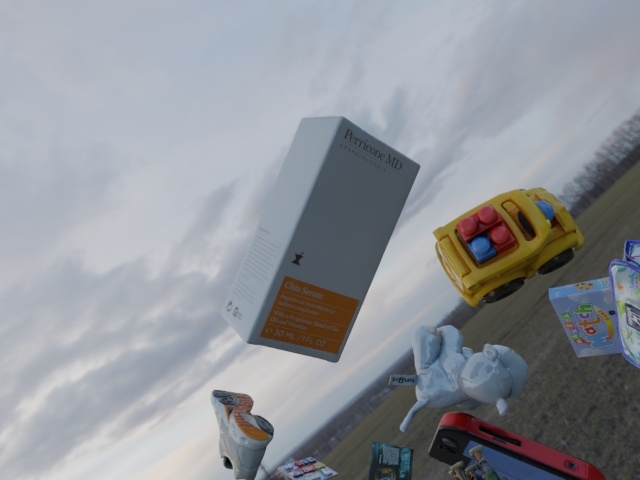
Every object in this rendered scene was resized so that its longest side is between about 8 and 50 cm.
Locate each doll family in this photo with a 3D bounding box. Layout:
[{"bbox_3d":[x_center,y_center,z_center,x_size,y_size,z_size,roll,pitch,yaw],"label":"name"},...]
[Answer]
[{"bbox_3d":[0.243,0.408,0.660,0.076,0.111,0.192,-22,-46,-9],"label":"doll family"}]

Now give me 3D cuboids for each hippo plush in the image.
[{"bbox_3d":[0.343,0.296,1.031,0.295,0.234,0.237,1,-23,-34],"label":"hippo plush"}]

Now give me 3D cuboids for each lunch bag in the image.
[{"bbox_3d":[0.381,0.073,0.476,0.097,0.128,0.151,-7,10,37],"label":"lunch bag"}]

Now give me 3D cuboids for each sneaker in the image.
[{"bbox_3d":[-0.189,0.408,0.921,0.262,0.100,0.120,9,82,66],"label":"sneaker"}]

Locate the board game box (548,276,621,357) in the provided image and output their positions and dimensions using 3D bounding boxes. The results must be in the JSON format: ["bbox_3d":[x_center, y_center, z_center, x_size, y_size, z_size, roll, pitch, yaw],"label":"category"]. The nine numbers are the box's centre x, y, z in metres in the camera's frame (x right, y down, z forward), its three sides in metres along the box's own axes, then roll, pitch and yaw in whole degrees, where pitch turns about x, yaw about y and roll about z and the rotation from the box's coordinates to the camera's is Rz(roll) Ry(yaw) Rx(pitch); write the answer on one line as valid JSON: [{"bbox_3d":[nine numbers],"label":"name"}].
[{"bbox_3d":[0.552,0.132,0.777,0.212,0.160,0.039,-20,24,36],"label":"board game box"}]

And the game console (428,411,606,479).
[{"bbox_3d":[0.490,0.597,1.138,0.060,0.387,0.341,-57,-25,-37],"label":"game console"}]

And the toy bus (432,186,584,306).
[{"bbox_3d":[0.292,-0.011,0.683,0.220,0.149,0.211,-31,-26,11],"label":"toy bus"}]

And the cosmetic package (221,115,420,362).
[{"bbox_3d":[0.000,0.000,0.900,0.230,0.162,0.452,22,-89,-33],"label":"cosmetic package"}]

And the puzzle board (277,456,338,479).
[{"bbox_3d":[-0.030,0.571,1.072,0.128,0.097,0.011,15,-96,-50],"label":"puzzle board"}]

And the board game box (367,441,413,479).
[{"bbox_3d":[0.200,0.696,1.258,0.026,0.126,0.186,46,-132,-49],"label":"board game box"}]
